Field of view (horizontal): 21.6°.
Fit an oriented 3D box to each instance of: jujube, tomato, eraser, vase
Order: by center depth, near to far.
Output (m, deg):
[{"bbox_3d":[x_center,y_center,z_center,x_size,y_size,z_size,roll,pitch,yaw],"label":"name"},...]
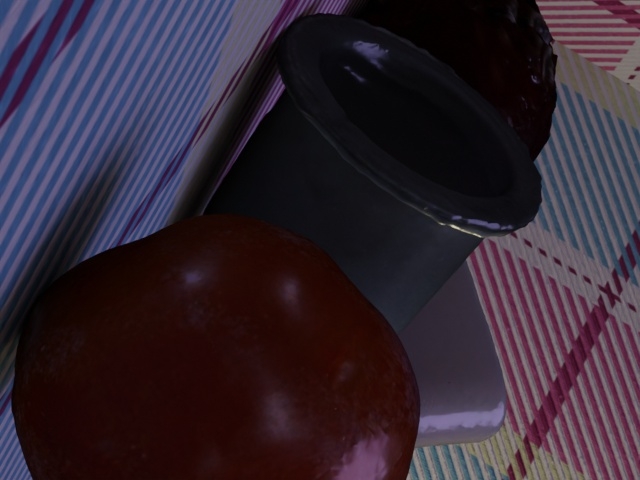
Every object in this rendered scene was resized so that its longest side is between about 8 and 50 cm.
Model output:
[{"bbox_3d":[-0.056,0.102,0.929,0.232,0.232,0.188,-59,-176,28],"label":"tomato"},{"bbox_3d":[0.000,0.000,1.336,0.291,0.245,0.245,-52,-179,30],"label":"vase"},{"bbox_3d":[0.124,-0.143,1.698,0.258,0.258,0.377,-60,174,32],"label":"jujube"},{"bbox_3d":[0.057,0.068,1.823,0.149,0.331,0.331,-4,145,-28],"label":"eraser"}]
